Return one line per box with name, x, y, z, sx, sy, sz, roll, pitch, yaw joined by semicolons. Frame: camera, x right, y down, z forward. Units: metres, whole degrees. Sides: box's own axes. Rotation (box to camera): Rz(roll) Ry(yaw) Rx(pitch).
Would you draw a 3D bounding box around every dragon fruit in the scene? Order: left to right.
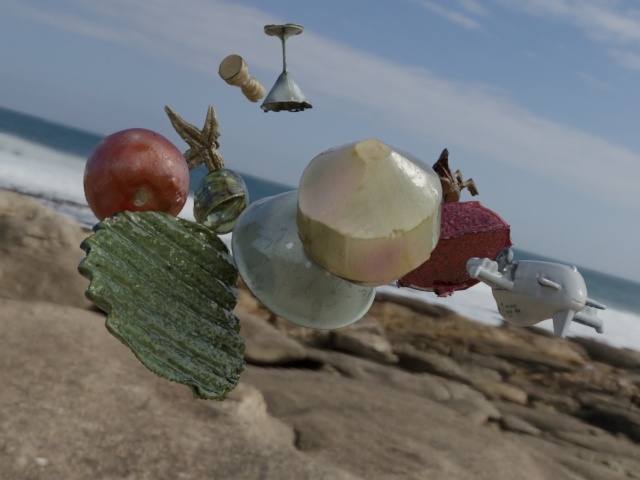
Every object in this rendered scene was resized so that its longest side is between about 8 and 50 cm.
dragon fruit;0.249;0.021;1.787;0.274;0.161;0.126;-12;36;2

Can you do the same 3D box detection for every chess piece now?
chess piece;-0.174;-0.360;1.973;0.066;0.066;0.122;18;-14;33

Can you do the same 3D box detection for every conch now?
conch;-0.248;-0.090;2.078;0.124;0.181;0.187;43;35;17

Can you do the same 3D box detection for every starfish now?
starfish;-0.310;-0.217;2.175;0.138;0.247;0.050;-3;13;8

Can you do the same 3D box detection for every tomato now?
tomato;-0.359;-0.118;1.705;0.208;0.208;0.184;14;22;-24

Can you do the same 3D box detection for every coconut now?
coconut;0.081;-0.057;1.459;0.259;0.259;0.259;15;3;-1

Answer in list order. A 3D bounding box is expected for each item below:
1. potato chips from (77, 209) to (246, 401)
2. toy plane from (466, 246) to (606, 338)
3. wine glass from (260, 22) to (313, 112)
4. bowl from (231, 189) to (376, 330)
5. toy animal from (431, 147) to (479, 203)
potato chips;-0.258;0.099;1.536;0.070;0.358;0.429;-26;-38;23
toy plane;0.374;0.094;1.503;0.267;0.122;0.267;23;-3;1
wine glass;-0.081;-0.379;1.925;0.122;0.183;0.122;-4;-2;0
bowl;0.000;0.000;1.663;0.313;0.146;0.313;17;47;-19
toy animal;0.250;-0.108;1.917;0.179;0.188;0.089;-28;41;-19
